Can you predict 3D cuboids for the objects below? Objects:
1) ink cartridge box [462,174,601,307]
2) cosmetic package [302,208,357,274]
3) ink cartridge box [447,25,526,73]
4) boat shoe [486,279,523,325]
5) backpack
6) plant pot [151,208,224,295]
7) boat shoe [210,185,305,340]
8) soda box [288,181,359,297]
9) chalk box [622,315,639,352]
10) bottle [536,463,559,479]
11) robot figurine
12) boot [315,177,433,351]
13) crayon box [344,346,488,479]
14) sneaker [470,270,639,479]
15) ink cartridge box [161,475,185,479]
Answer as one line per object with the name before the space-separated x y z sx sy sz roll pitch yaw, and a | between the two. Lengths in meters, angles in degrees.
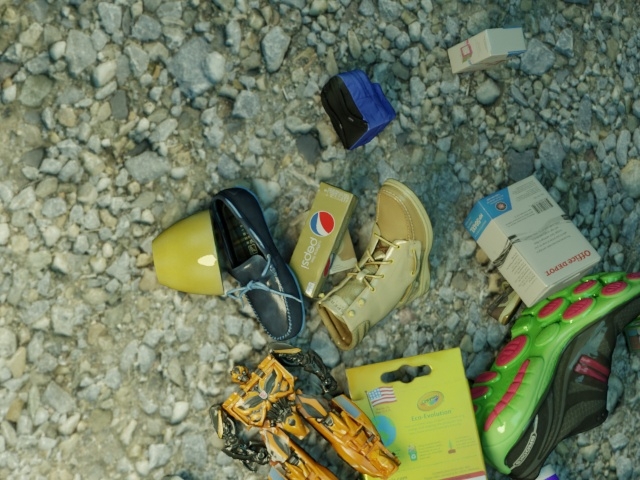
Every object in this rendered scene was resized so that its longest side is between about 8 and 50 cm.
ink cartridge box | 0.381 0.001 1.811 0.148 0.086 0.203 -23 68 -30
cosmetic package | 0.017 -0.002 1.685 0.060 0.041 0.115 -16 88 -29
ink cartridge box | 0.309 -0.354 1.864 0.089 0.122 0.052 -11 89 -29
boat shoe | 0.357 0.088 1.840 0.049 0.056 0.152 30 55 16
backpack | 0.062 -0.232 1.727 0.101 0.098 0.120 -25 80 -38
plant pot | -0.204 0.026 1.527 0.095 0.134 0.134 -11 85 -5
boat shoe | -0.114 0.043 1.574 0.089 0.109 0.258 -10 70 -60
soda box | 0.000 0.000 1.622 0.058 0.061 0.181 23 92 12
chalk box | 0.673 0.140 1.951 0.213 0.132 0.132 -9 85 -30
bottle | 0.437 0.533 1.745 0.118 0.092 0.282 -17 73 -24
robot figurine | -0.027 0.294 1.541 0.291 0.085 0.211 42 79 1
boot | 0.082 0.044 1.625 0.203 0.095 0.262 -36 142 -25
crayon box | 0.160 0.347 1.634 0.202 0.081 0.318 -9 85 -7
sneaker | 0.440 0.233 1.808 0.483 0.185 0.202 -43 115 -21
ink cartridge box | -0.176 0.520 1.472 0.275 0.060 0.239 39 64 -16
